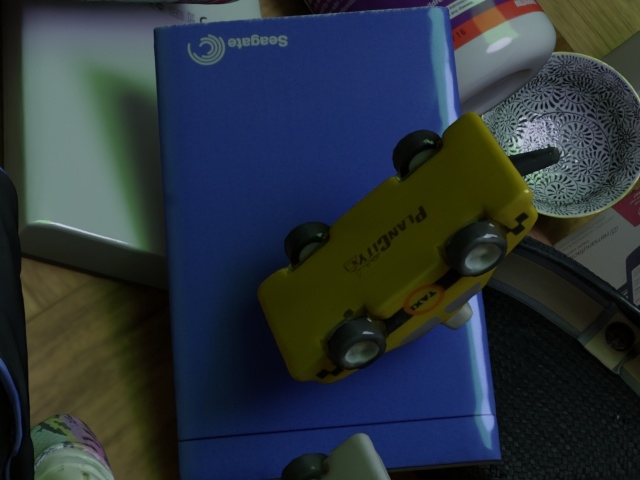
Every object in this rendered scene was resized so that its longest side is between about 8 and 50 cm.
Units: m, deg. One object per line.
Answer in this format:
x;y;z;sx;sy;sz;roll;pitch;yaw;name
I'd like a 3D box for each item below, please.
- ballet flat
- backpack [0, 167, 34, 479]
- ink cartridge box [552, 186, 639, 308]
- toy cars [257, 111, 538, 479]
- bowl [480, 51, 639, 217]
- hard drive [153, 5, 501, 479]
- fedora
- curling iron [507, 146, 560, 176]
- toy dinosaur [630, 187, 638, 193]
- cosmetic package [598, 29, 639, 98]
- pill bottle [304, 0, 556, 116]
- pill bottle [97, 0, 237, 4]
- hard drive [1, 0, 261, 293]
-0.158;0.176;0.726;0.077;0.079;0.221;42;39;-14;ballet flat
-0.264;0.050;0.573;0.263;0.276;0.213;-5;52;-14;backpack
0.306;0.071;1.200;0.100;0.172;0.237;33;42;-22;ink cartridge box
0.024;0.111;0.793;0.087;0.176;0.393;34;72;-45;toy cars
0.241;-0.100;1.325;0.170;0.170;0.080;56;-5;6;bowl
0.000;0.000;0.891;0.210;0.040;0.318;-5;76;-2;hard drive
0.161;0.145;0.977;0.334;0.334;0.152;46;71;-6;fedora
0.125;-0.062;1.190;0.274;0.068;0.035;-8;31;-36;curling iron
0.379;-0.010;1.436;0.092;0.053;0.183;45;38;-10;toy dinosaur
0.466;-0.160;1.504;0.224;0.225;0.138;37;43;-18;cosmetic package
0.067;-0.263;1.220;0.181;0.181;0.323;-21;77;-51;pill bottle
-0.166;-0.250;0.919;0.283;0.160;0.160;-9;67;-47;pill bottle
-0.135;-0.122;1.014;0.233;0.047;0.353;17;49;-36;hard drive
